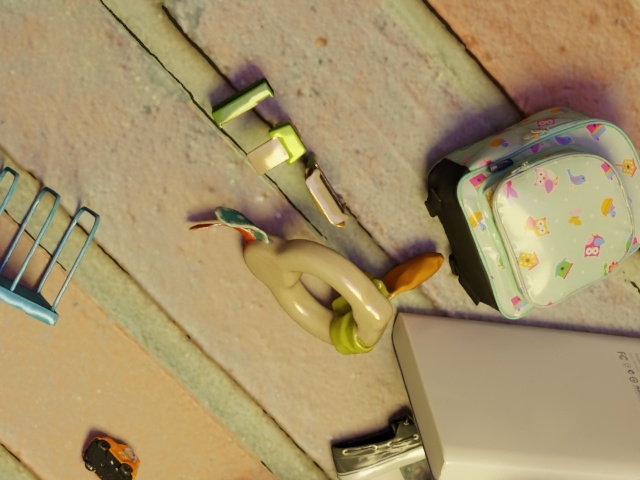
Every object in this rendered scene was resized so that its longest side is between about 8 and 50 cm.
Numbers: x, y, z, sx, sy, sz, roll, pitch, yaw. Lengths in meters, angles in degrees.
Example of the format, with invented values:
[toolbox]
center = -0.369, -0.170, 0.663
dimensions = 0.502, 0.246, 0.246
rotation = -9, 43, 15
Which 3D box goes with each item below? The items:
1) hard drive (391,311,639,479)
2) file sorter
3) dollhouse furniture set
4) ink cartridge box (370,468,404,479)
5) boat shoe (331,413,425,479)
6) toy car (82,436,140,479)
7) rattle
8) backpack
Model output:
[hard drive]
center = 0.240, 0.159, 1.627
dimensions = 0.319, 0.210, 0.040
rotation = 7, 125, -16
[file sorter]
center = -0.290, -0.016, 1.502
dimensions = 0.170, 0.118, 0.104
rotation = 29, 89, -17
[dollhouse furniture set]
center = -0.036, -0.069, 1.586
dimensions = 0.059, 0.076, 0.151
rotation = -31, 104, 6
[ink cartridge box]
center = 0.071, 0.316, 1.683
dimensions = 0.104, 0.060, 0.180
rotation = -27, 105, -9
[boat shoe]
center = 0.078, 0.191, 1.670
dimensions = 0.142, 0.049, 0.040
rotation = -23, 104, -7
[toy car]
center = -0.198, 0.240, 1.623
dimensions = 0.040, 0.060, 0.122
rotation = -20, 131, -54
[rattle]
center = 0.000, 0.000, 1.607
dimensions = 0.200, 0.130, 0.142
rotation = 37, 77, 9
[backpack]
center = 0.216, -0.033, 1.619
dimensions = 0.188, 0.144, 0.165
rotation = -29, 108, -19
